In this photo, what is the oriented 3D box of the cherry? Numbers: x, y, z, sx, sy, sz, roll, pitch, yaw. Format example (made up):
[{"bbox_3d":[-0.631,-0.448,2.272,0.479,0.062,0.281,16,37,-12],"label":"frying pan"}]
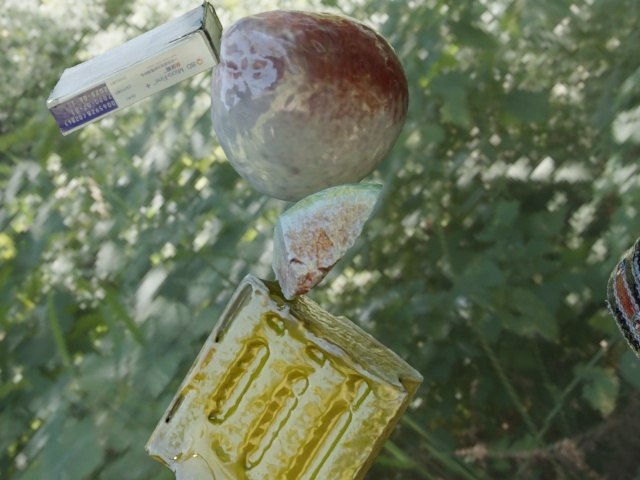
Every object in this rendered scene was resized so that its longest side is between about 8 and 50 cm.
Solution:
[{"bbox_3d":[-0.034,-0.214,1.989,0.335,0.291,0.326,-2,-42,-41],"label":"cherry"}]

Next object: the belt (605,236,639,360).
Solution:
[{"bbox_3d":[0.399,0.157,1.301,0.126,0.360,0.094,-13,-28,-10],"label":"belt"}]

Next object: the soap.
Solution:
[{"bbox_3d":[-0.048,0.221,1.545,0.281,0.259,0.143,-58,-16,15],"label":"soap"}]

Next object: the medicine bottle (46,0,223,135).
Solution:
[{"bbox_3d":[-0.210,-0.205,1.436,0.201,0.052,0.171,-25,21,5],"label":"medicine bottle"}]

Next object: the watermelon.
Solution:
[{"bbox_3d":[-0.003,-0.009,1.434,0.081,0.094,0.180,2,-48,-55],"label":"watermelon"}]
